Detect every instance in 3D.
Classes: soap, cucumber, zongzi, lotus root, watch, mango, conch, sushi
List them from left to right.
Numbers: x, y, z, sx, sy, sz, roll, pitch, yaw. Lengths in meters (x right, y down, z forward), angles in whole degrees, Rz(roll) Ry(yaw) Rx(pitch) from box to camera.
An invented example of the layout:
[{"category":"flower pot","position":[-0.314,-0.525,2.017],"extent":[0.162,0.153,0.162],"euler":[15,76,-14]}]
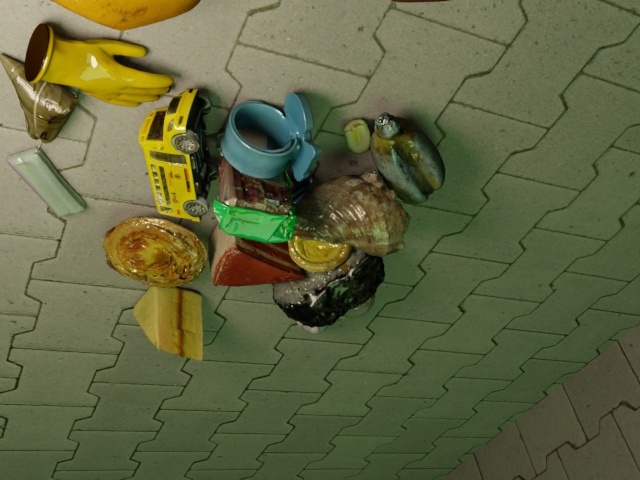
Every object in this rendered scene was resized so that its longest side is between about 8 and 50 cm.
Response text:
[{"category":"zongzi","position":[-0.631,-0.295,1.530],"extent":[0.178,0.081,0.189],"euler":[35,138,-19]},{"category":"mango","position":[-0.362,-0.483,1.274],"extent":[0.350,0.201,0.199],"euler":[-4,170,-25]},{"category":"soap","position":[-0.148,-0.103,1.674],"extent":[0.218,0.273,0.098],"euler":[10,117,-15]},{"category":"watch","position":[-0.123,-0.229,1.651],"extent":[0.193,0.211,0.211],"euler":[-12,145,-32]},{"category":"sushi","position":[0.031,0.119,2.115],"extent":[0.350,0.211,0.171],"euler":[-31,134,7]},{"category":"conch","position":[0.058,-0.073,1.841],"extent":[0.352,0.210,0.297],"euler":[16,164,-15]},{"category":"cucumber","position":[0.091,-0.262,1.800],"extent":[0.067,0.035,0.107],"euler":[-26,147,-3]},{"category":"lotus root","position":[0.206,-0.221,1.806],"extent":[0.158,0.140,0.322],"euler":[-39,133,4]}]

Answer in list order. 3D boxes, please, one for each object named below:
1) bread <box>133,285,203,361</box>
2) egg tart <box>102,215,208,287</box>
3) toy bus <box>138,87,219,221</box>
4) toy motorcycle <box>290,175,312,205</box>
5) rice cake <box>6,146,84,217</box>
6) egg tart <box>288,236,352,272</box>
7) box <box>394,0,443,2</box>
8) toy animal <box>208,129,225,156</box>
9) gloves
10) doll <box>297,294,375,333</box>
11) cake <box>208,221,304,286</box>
[{"category":"bread","position":[-0.454,0.273,2.111],"extent":[0.167,0.264,0.163],"euler":[23,127,-30]},{"category":"egg tart","position":[-0.440,0.019,1.924],"extent":[0.297,0.132,0.297],"euler":[3,139,3]},{"category":"toy bus","position":[-0.327,-0.198,1.658],"extent":[0.152,0.144,0.330],"euler":[7,142,3]},{"category":"toy motorcycle","position":[-0.084,-0.092,1.924],"extent":[0.114,0.076,0.205],"euler":[-4,136,-19]},{"category":"rice cake","position":[-0.658,-0.135,1.721],"extent":[0.080,0.042,0.222],"euler":[-19,142,4]},{"category":"egg tart","position":[0.000,0.000,2.018],"extent":[0.191,0.191,0.074],"euler":[-12,176,-3]},{"category":"box","position":[0.217,-0.630,1.327],"extent":[0.263,0.108,0.404],"euler":[-6,141,-10]},{"category":"toy animal","position":[-0.246,-0.237,1.731],"extent":[0.050,0.028,0.084],"euler":[-4,140,-26]},{"category":"gloves","position":[-0.451,-0.349,1.496],"extent":[0.294,0.116,0.133],"euler":[10,164,-40]},{"category":"doll","position":[0.042,0.213,2.291],"extent":[0.287,0.151,0.151],"euler":[-35,137,30]},{"category":"cake","position":[-0.171,0.017,1.967],"extent":[0.262,0.158,0.159],"euler":[-4,142,-16]}]
